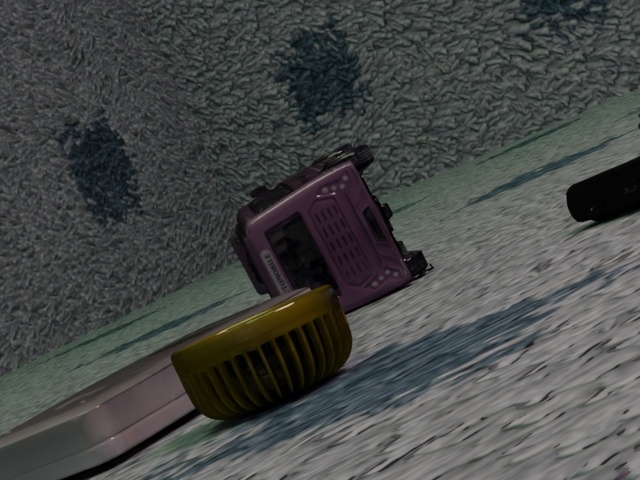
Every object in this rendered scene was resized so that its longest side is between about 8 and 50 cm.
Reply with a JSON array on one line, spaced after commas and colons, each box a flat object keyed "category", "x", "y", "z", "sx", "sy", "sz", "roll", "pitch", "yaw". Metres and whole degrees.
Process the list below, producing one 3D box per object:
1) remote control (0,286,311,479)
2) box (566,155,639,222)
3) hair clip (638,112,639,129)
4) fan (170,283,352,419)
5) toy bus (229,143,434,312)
[{"category": "remote control", "x": -0.089, "y": 0.080, "z": 1.045, "sx": 0.103, "sy": 0.034, "sz": 0.250, "roll": -23, "pitch": 3, "yaw": 28}, {"category": "box", "x": 0.212, "y": -0.048, "z": 1.056, "sx": 0.125, "sy": 0.027, "sz": 0.126, "roll": -22, "pitch": -1, "yaw": -37}, {"category": "hair clip", "x": 0.337, "y": -0.131, "z": 1.486, "sx": 0.229, "sy": 0.070, "sz": 0.039, "roll": -33, "pitch": 9, "yaw": -22}, {"category": "fan", "x": -0.021, "y": 0.052, "z": 0.929, "sx": 0.082, "sy": 0.039, "sz": 0.155, "roll": -25, "pitch": 0, "yaw": 5}, {"category": "toy bus", "x": 0.000, "y": 0.000, "z": 1.302, "sx": 0.108, "sy": 0.096, "sz": 0.199, "roll": -29, "pitch": 5, "yaw": -3}]
